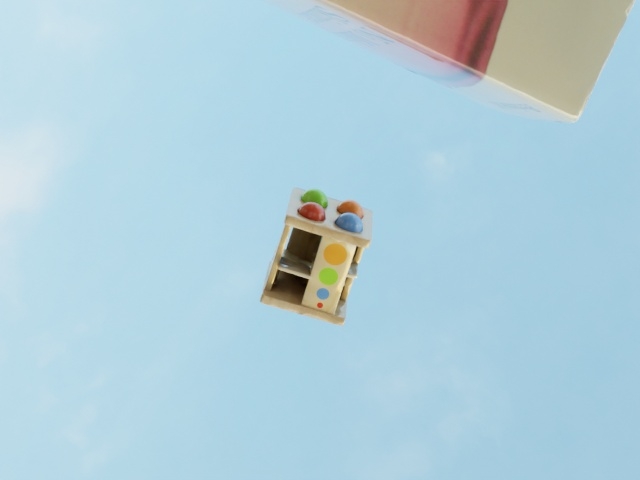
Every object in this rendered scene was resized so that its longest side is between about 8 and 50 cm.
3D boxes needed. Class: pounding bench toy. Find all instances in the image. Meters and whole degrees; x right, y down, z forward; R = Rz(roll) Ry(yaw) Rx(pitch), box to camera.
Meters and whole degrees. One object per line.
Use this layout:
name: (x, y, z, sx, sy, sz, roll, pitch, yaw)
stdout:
pounding bench toy: (0.000, 0.000, 0.710, 0.052, 0.083, 0.065, 16, -69, -3)

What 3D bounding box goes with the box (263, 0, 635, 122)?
box: (0.023, -0.159, 0.534, 0.232, 0.148, 0.126, 24, -84, -9)
